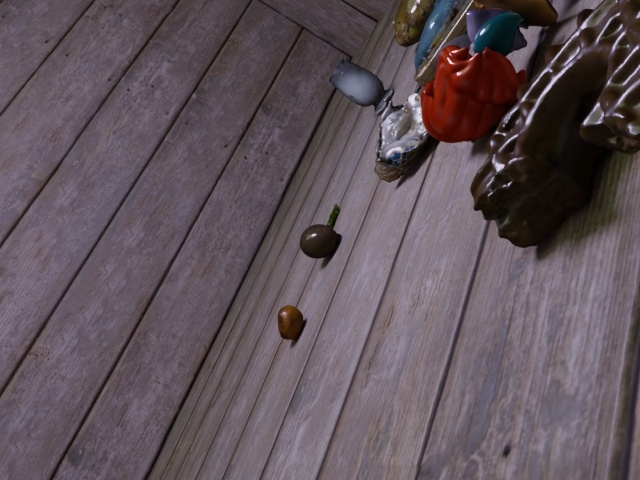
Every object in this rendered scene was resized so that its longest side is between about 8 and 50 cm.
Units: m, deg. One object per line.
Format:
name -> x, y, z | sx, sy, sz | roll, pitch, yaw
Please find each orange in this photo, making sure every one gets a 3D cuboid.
orange -> -0.073, 0.202, 1.787 | 0.086, 0.062, 0.086 | -4, -90, -76

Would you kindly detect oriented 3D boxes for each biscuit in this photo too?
biscuit -> 0.302, -0.145, 0.761 | 0.268, 0.115, 0.366 | -63, 12, -17

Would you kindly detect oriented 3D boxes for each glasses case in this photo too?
glasses case -> 0.290, -0.354, 1.487 | 0.114, 0.060, 0.299 | -27, 21, 18

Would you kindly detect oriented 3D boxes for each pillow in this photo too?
pillow -> 0.324, -0.585, 1.986 | 0.214, 0.086, 0.233 | -58, 7, 45

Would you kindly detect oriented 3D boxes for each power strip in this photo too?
power strip -> 0.326, -0.508, 1.860 | 0.305, 0.044, 0.064 | -55, 12, 29

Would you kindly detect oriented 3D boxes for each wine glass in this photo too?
wine glass -> 0.133, -0.499, 2.348 | 0.111, 0.204, 0.111 | -53, 14, 19

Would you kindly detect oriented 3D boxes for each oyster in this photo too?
oyster -> 0.212, -0.249, 1.602 | 0.223, 0.083, 0.214 | -14, 54, 52

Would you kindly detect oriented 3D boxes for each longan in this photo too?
longan -> 0.000, 0.000, 1.928 | 0.113, 0.092, 0.113 | -20, -7, -3

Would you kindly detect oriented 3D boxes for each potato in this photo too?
potato -> 0.325, -0.750, 2.286 | 0.296, 0.141, 0.191 | -60, 7, 14

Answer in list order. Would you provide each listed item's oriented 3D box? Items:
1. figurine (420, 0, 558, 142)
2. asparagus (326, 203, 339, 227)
figurine -> 0.266, -0.292, 1.204 | 0.208, 0.181, 0.257 | 21, 89, 51
asparagus -> 0.038, -0.070, 2.126 | 0.025, 0.021, 0.108 | -44, 18, 46
